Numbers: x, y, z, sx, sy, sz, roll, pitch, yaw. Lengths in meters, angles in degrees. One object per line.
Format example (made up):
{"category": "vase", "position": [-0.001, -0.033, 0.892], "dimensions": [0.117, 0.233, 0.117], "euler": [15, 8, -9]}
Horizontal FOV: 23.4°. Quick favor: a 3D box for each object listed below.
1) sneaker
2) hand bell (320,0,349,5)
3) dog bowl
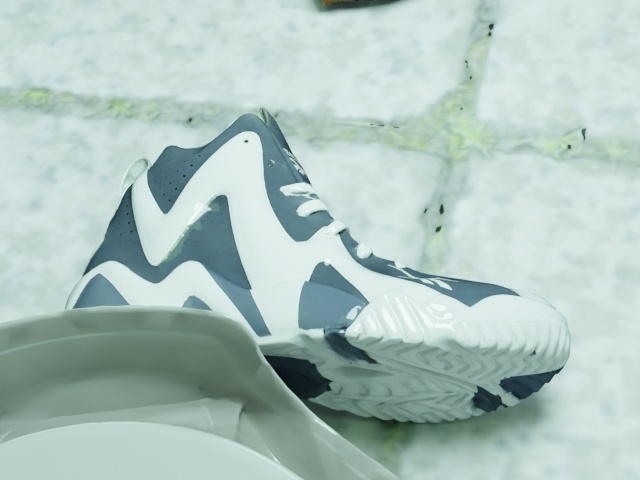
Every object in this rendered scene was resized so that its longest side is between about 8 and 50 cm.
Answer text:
{"category": "sneaker", "position": [0.000, 0.000, 0.732], "dimensions": [0.235, 0.094, 0.153], "euler": [-4, 59, 18]}
{"category": "hand bell", "position": [0.108, -0.192, 0.882], "dimensions": [0.242, 0.126, 0.126], "euler": [-21, 51, 6]}
{"category": "dog bowl", "position": [-0.086, 0.192, 0.588], "dimensions": [0.348, 0.102, 0.349], "euler": [-4, 51, 5]}
